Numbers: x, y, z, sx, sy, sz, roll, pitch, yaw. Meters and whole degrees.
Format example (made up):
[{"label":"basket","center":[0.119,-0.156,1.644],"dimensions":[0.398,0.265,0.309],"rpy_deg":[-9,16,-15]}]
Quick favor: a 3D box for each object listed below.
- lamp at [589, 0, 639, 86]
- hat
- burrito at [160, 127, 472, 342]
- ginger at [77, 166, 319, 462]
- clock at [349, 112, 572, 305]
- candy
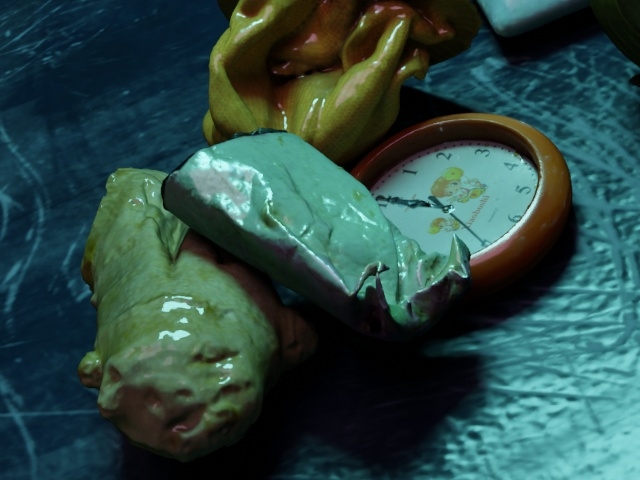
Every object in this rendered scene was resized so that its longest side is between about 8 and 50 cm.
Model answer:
[{"label":"lamp","center":[0.345,-0.245,1.432],"dimensions":[0.250,0.250,0.284],"rpy_deg":[12,32,34]},{"label":"hat","center":[-0.011,-0.106,1.493],"dimensions":[0.244,0.233,0.233],"rpy_deg":[15,66,8]},{"label":"burrito","center":[0.000,0.000,1.343],"dimensions":[0.144,0.089,0.229],"rpy_deg":[-21,47,-41]},{"label":"ginger","center":[-0.115,0.048,1.391],"dimensions":[0.190,0.126,0.354],"rpy_deg":[-10,35,-16]},{"label":"clock","center":[0.105,-0.025,1.431],"dimensions":[0.205,0.051,0.205],"rpy_deg":[-13,42,12]},{"label":"candy","center":[0.223,-0.258,1.614],"dimensions":[0.174,0.071,0.138],"rpy_deg":[-22,41,2]}]
